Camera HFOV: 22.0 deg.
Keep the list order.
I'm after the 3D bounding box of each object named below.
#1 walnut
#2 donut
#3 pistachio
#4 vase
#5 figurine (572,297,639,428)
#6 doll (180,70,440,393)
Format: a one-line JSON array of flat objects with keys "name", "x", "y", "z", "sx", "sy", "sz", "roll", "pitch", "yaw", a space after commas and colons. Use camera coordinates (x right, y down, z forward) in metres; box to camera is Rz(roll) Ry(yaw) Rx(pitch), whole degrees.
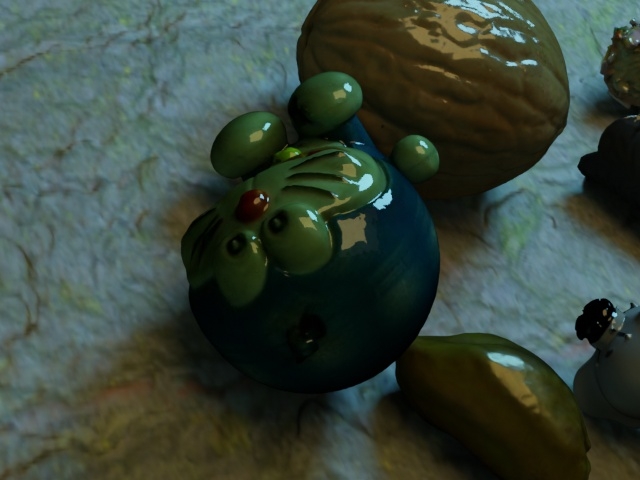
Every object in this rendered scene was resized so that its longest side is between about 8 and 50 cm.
[{"name": "walnut", "x": 0.105, "y": -0.148, "z": 1.505, "sx": 0.261, "sy": 0.225, "sz": 0.225, "roll": 21, "pitch": 41, "yaw": -8}, {"name": "donut", "x": 0.404, "y": -0.137, "z": 1.716, "sx": 0.199, "sy": 0.085, "sz": 0.233, "roll": 2, "pitch": 36, "yaw": -44}, {"name": "pistachio", "x": 0.146, "y": 0.129, "z": 1.316, "sx": 0.189, "sy": 0.110, "sz": 0.100, "roll": 41, "pitch": 75, "yaw": 16}, {"name": "vase", "x": 0.366, "y": -0.017, "z": 1.586, "sx": 0.115, "sy": 0.115, "sz": 0.237, "roll": -22, "pitch": 65, "yaw": -40}, {"name": "figurine", "x": 0.296, "y": 0.117, "z": 1.390, "sx": 0.192, "sy": 0.147, "sz": 0.126, "roll": 41, "pitch": 27, "yaw": -3}, {"name": "doll", "x": -0.001, "y": 0.000, "z": 1.312, "sx": 0.186, "sy": 0.198, "sz": 0.322, "roll": 55, "pitch": 24, "yaw": -22}]
